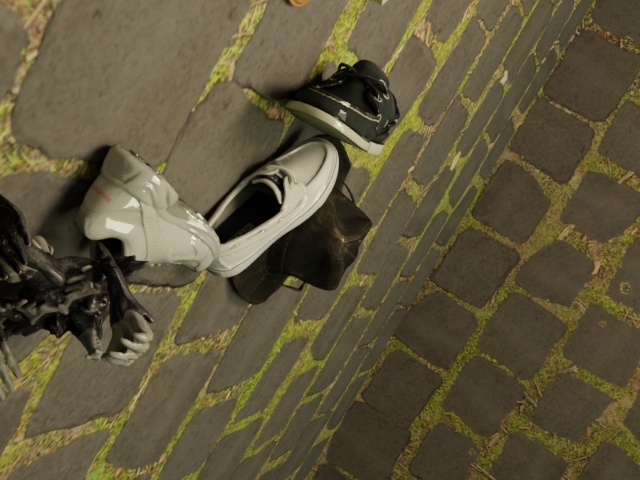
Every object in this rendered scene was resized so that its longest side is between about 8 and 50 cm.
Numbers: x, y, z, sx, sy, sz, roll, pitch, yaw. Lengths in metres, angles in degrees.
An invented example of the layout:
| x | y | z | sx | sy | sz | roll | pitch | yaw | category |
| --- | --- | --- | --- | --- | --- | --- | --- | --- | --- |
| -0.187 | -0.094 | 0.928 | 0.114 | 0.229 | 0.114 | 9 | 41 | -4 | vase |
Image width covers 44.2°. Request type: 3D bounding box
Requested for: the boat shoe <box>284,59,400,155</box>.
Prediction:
| x | y | z | sx | sy | sz | roll | pitch | yaw | category |
| --- | --- | --- | --- | --- | --- | --- | --- | --- | --- |
| 0.049 | -0.190 | 1.083 | 0.113 | 0.127 | 0.340 | -62 | 164 | 9 | boat shoe |

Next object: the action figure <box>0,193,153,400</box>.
| x | y | z | sx | sy | sz | roll | pitch | yaw | category |
| --- | --- | --- | --- | --- | --- | --- | --- | --- | --- |
| -0.237 | 0.060 | 0.673 | 0.164 | 0.141 | 0.275 | -23 | 158 | 2 | action figure |

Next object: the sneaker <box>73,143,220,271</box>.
| x | y | z | sx | sy | sz | roll | pitch | yaw | category |
| --- | --- | --- | --- | --- | --- | --- | --- | --- | --- |
| -0.189 | -0.007 | 0.833 | 0.115 | 0.090 | 0.232 | -49 | 153 | -7 | sneaker |

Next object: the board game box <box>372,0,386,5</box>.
| x | y | z | sx | sy | sz | roll | pitch | yaw | category |
| --- | --- | --- | --- | --- | --- | --- | --- | --- | --- |
| 0.122 | -0.404 | 1.076 | 0.154 | 0.026 | 0.103 | -48 | 161 | -30 | board game box |

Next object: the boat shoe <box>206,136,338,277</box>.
| x | y | z | sx | sy | sz | roll | pitch | yaw | category |
| --- | --- | --- | --- | --- | --- | --- | --- | --- | --- |
| -0.061 | -0.058 | 1.058 | 0.258 | 0.095 | 0.084 | -51 | 166 | -24 | boat shoe |

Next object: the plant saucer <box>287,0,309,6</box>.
| x | y | z | sx | sy | sz | roll | pitch | yaw | category |
| --- | --- | --- | --- | --- | --- | --- | --- | --- | --- |
| -0.012 | -0.306 | 0.899 | 0.083 | 0.013 | 0.083 | -50 | 162 | -23 | plant saucer |

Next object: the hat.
| x | y | z | sx | sy | sz | roll | pitch | yaw | category |
| --- | --- | --- | --- | --- | --- | --- | --- | --- | --- |
| 0.000 | 0.000 | 1.269 | 0.331 | 0.134 | 0.331 | -50 | 162 | -23 | hat |
